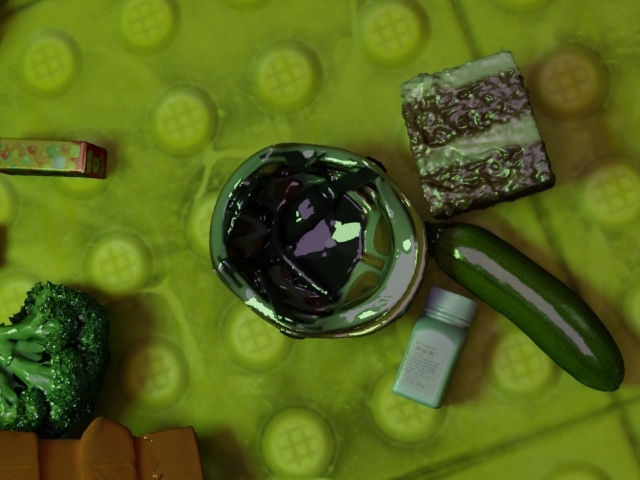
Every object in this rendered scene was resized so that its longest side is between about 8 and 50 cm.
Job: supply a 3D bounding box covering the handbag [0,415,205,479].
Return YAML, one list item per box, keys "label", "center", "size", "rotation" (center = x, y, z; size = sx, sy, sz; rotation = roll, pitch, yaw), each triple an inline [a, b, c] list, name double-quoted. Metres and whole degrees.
- label: "handbag"
  center: [-0.301, 0.323, 1.088]
  size: [0.410, 0.116, 0.303]
  rotation: [3, 52, -26]

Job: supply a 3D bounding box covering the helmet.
- label: "helmet"
  center: [0.000, 0.000, 1.195]
  size: [0.224, 0.130, 0.198]
  rotation: [24, 94, 3]

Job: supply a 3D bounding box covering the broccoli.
- label: "broccoli"
  center: [-0.308, 0.129, 1.239]
  size: [0.156, 0.195, 0.195]
  rotation: [18, 88, -19]

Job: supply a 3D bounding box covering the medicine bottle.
- label: "medicine bottle"
  center: [0.118, 0.110, 1.185]
  size: [0.055, 0.074, 0.118]
  rotation: [21, 89, 14]

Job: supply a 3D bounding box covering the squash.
- label: "squash"
  center: [0.209, 0.056, 1.176]
  size: [0.258, 0.069, 0.069]
  rotation: [40, 94, 12]

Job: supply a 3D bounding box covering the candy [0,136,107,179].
- label: "candy"
  center: [-0.310, -0.093, 1.305]
  size: [0.122, 0.062, 0.038]
  rotation: [4, 87, 12]

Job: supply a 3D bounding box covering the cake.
- label: "cake"
  center: [0.157, -0.106, 1.170]
  size: [0.135, 0.134, 0.147]
  rotation: [-15, 88, 8]
